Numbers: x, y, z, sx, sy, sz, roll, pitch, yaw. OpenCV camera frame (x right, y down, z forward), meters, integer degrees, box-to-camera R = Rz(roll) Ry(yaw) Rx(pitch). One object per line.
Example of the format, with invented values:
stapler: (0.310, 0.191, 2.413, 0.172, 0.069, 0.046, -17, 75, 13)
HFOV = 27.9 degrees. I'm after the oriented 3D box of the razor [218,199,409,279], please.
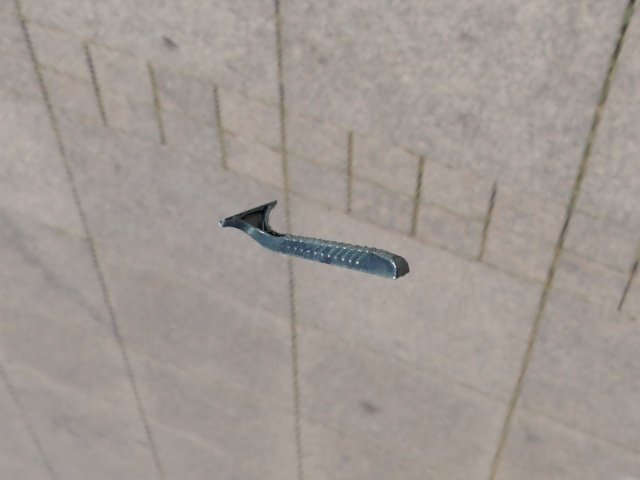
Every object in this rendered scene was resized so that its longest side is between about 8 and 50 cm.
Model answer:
razor: (0.000, 0.006, 1.096, 0.190, 0.066, 0.033, 17, 119, 42)
